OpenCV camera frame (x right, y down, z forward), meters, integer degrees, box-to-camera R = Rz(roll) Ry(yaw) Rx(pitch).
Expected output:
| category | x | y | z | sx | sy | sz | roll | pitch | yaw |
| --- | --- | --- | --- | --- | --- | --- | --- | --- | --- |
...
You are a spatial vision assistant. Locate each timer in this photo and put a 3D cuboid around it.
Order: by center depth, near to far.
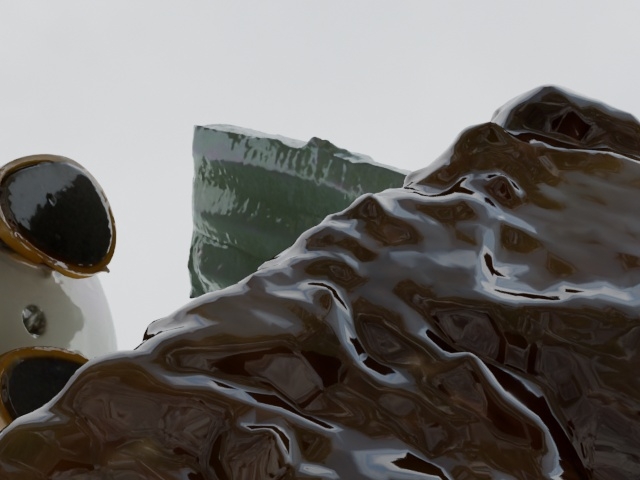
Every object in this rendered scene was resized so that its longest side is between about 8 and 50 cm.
| category | x | y | z | sx | sy | sz | roll | pitch | yaw |
| --- | --- | --- | --- | --- | --- | --- | --- | --- | --- |
| timer | -0.243 | 0.074 | 0.803 | 0.240 | 0.233 | 0.234 | -19 | -126 | 28 |

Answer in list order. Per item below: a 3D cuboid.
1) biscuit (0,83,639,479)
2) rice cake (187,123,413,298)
| category | x | y | z | sx | sy | sz | roll | pitch | yaw |
| --- | --- | --- | --- | --- | --- | --- | --- | --- | --- |
| biscuit | 0.111 | 0.122 | 0.450 | 0.342 | 0.166 | 0.395 | 32 | -143 | 23 |
| rice cake | 0.000 | 0.000 | 0.770 | 0.237 | 0.127 | 0.043 | 16 | -165 | 42 |
